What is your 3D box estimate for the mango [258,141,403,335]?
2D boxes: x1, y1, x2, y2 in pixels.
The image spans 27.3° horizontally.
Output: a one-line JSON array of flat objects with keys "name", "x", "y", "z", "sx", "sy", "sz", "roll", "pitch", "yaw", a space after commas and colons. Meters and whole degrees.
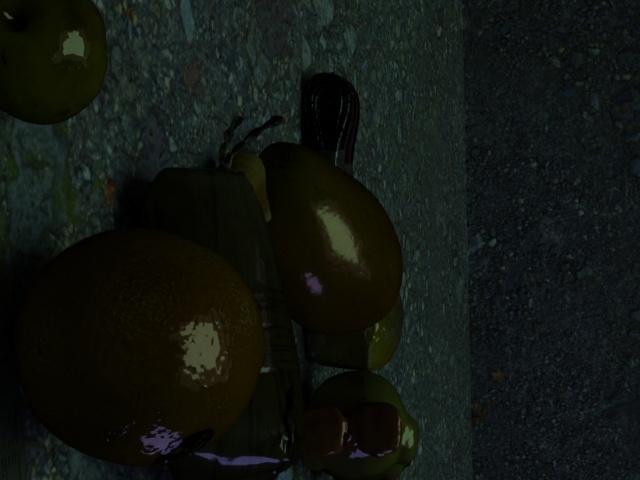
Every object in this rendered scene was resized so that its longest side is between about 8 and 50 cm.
[{"name": "mango", "x": 0.000, "y": 0.000, "z": 2.141, "sx": 0.378, "sy": 0.221, "sz": 0.264, "roll": 57, "pitch": 30, "yaw": -43}]

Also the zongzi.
[{"name": "zongzi", "x": -0.167, "y": 0.120, "z": 1.829, "sx": 0.467, "sy": 0.218, "sz": 0.500, "roll": 120, "pitch": -35, "yaw": -66}]

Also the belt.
[{"name": "belt", "x": 0.025, "y": -0.125, "z": 2.379, "sx": 0.094, "sy": 0.126, "sz": 0.359, "roll": 4, "pitch": 81, "yaw": -62}]

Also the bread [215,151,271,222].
[{"name": "bread", "x": -0.136, "y": -0.044, "z": 1.929, "sx": 0.173, "sy": 0.085, "sz": 0.134, "roll": -58, "pitch": 146, "yaw": -60}]

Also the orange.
[{"name": "orange", "x": -0.197, "y": 0.115, "z": 1.453, "sx": 0.274, "sy": 0.274, "sz": 0.274, "roll": 0, "pitch": 90, "yaw": -72}]

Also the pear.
[{"name": "pear", "x": -0.290, "y": -0.196, "z": 1.370, "sx": 0.162, "sy": 0.149, "sz": 0.149, "roll": 58, "pitch": 37, "yaw": -66}]

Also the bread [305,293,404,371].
[{"name": "bread", "x": 0.065, "y": 0.144, "z": 2.400, "sx": 0.197, "sy": 0.170, "sz": 0.197, "roll": -1, "pitch": 90, "yaw": -70}]

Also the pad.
[{"name": "pad", "x": -0.353, "y": 0.228, "z": 1.400, "sx": 0.159, "sy": 0.009, "sz": 0.265, "roll": -28, "pitch": 117, "yaw": -69}]

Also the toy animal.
[{"name": "toy animal", "x": 0.071, "y": 0.333, "z": 2.364, "sx": 0.338, "sy": 0.216, "sz": 0.191, "roll": 60, "pitch": 25, "yaw": -68}]
